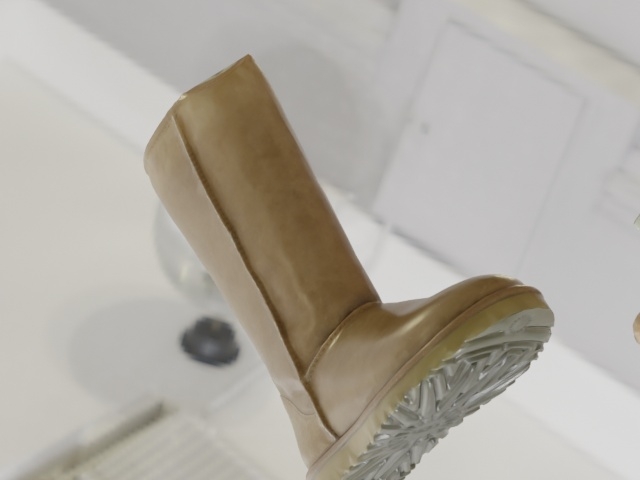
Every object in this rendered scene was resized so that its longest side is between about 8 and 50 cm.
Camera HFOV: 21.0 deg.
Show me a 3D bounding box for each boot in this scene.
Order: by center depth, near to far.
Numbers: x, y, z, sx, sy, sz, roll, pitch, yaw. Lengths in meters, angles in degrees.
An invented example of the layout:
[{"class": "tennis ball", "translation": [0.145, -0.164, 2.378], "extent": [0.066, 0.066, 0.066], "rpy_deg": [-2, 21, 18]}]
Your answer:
[{"class": "boot", "translation": [0.000, 0.000, 1.036], "extent": [0.089, 0.236, 0.269], "rpy_deg": [-7, -119, -41]}]

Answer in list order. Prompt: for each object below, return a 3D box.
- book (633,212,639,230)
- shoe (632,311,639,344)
[{"class": "book", "translation": [0.230, 0.014, 0.841], "extent": [0.144, 0.035, 0.096], "rpy_deg": [37, -150, 13]}, {"class": "shoe", "translation": [0.292, 0.012, 1.109], "extent": [0.076, 0.219, 0.058], "rpy_deg": [18, -146, -35]}]
